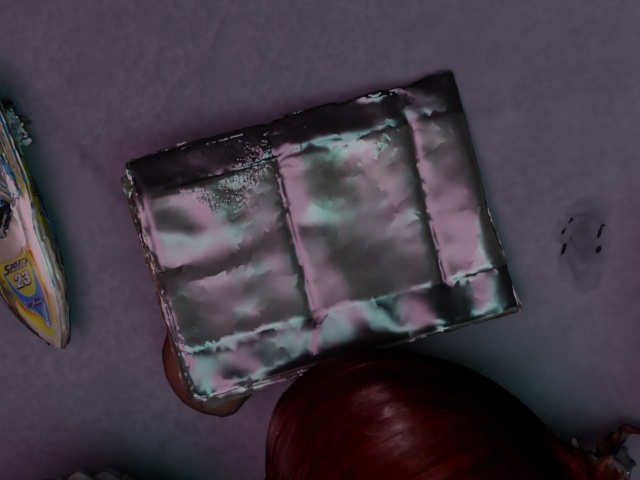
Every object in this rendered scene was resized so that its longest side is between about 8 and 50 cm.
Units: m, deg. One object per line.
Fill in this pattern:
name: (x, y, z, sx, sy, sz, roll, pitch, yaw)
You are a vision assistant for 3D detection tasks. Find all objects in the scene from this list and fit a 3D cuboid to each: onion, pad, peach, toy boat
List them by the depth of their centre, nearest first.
onion: (0.099, 0.179, 1.013, 0.285, 0.273, 0.273, -26, 94, -5)
pad: (0.000, 0.000, 1.073, 0.233, 0.022, 0.174, -16, 87, -1)
peach: (-0.072, 0.079, 1.120, 0.083, 0.083, 0.083, 3, 102, 14)
toy boat: (-0.224, -0.019, 1.148, 0.084, 0.066, 0.210, -23, 95, 19)

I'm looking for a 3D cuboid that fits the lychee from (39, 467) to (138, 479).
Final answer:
lychee: (-0.168, 0.301, 1.094, 0.300, 0.300, 0.300, 3, 102, 14)
